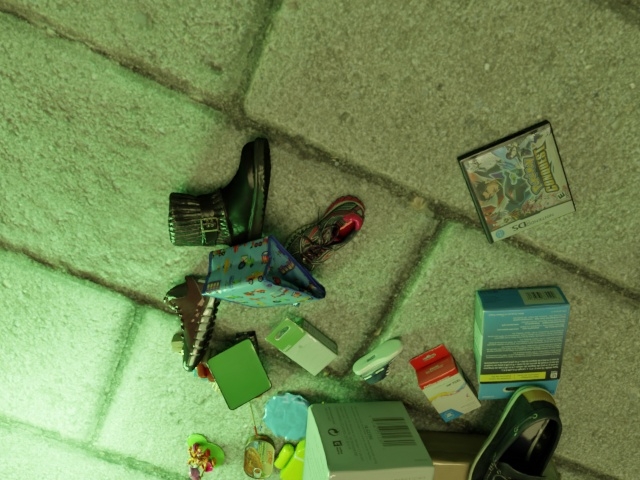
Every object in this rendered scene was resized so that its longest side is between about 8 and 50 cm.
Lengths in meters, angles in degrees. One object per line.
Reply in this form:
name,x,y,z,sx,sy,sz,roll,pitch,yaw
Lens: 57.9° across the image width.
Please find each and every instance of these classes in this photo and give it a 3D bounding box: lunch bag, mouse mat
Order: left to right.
mouse mat,-0.249,0.413,1.788,0.152,0.007,0.190,-26,103,-17
lunch bag,-0.141,0.127,1.607,0.220,0.138,0.293,-14,146,31

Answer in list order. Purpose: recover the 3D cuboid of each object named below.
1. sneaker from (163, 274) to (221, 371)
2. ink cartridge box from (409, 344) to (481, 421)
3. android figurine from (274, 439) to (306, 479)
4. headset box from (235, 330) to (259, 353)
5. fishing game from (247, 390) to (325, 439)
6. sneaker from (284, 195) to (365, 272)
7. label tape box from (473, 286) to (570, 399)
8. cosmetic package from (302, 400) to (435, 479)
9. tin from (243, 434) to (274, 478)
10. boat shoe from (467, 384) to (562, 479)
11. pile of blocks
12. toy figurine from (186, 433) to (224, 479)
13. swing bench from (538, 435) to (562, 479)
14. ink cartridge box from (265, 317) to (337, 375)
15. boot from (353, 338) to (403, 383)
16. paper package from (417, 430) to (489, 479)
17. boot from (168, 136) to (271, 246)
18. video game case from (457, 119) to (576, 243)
sneaker,-0.400,0.235,1.719,0.162,0.106,0.282,17,87,4
ink cartridge box,0.397,0.457,1.852,0.134,0.078,0.231,-31,112,15
android figurine,-0.032,0.793,2.038,0.248,0.056,0.273,24,115,-10
headset box,-0.229,0.330,1.821,0.062,0.032,0.083,-6,115,4
fishing game,-0.106,0.586,1.947,0.263,0.041,0.189,-7,109,10
sneaker,0.000,0.000,1.608,0.120,0.112,0.299,37,113,-17
label tape box,0.599,0.316,1.762,0.248,0.115,0.348,-4,120,3
cosmetic package,0.131,0.769,1.825,0.327,0.329,0.394,1,109,-12
tin,-0.214,0.761,2.037,0.106,0.040,0.190,8,117,1
boat shoe,0.589,0.687,1.764,0.186,0.156,0.501,17,105,-10
pile of blocks,-0.331,0.433,1.830,0.362,0.113,0.149,34,112,-15
toy figurine,-0.413,0.780,1.979,0.130,0.159,0.173,-19,114,10
swing bench,0.762,0.813,1.929,0.165,0.253,0.255,-9,116,5
ink cartridge box,-0.057,0.315,1.794,0.209,0.062,0.109,40,111,-17
boot,0.201,0.385,1.831,0.190,0.069,0.086,-33,119,25
paper package,0.434,0.830,1.964,0.309,0.168,0.325,4,106,-1
boot,-0.273,-0.120,1.540,0.259,0.131,0.348,9,117,-4
video game case,0.533,-0.151,1.568,0.248,0.035,0.275,-22,114,12
